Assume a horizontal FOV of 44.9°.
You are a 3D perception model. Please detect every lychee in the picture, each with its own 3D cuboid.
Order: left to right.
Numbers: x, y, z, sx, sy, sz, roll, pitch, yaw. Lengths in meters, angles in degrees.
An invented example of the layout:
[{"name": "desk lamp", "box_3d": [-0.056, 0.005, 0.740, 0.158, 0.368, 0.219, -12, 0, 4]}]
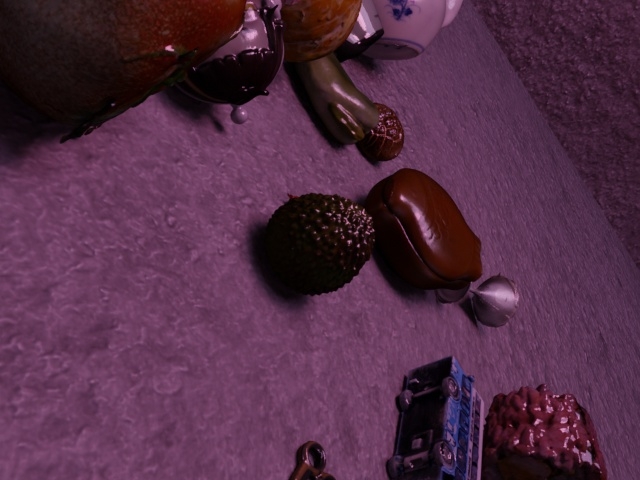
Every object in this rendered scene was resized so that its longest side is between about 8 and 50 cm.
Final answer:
[{"name": "lychee", "box_3d": [0.000, 0.000, 1.141, 0.171, 0.171, 0.171, 39, 36, -35]}]

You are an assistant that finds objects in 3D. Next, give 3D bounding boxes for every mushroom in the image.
[{"name": "mushroom", "box_3d": [0.124, -0.228, 1.625, 0.126, 0.085, 0.109, 48, 31, -12]}]

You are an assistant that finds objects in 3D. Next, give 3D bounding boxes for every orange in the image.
[{"name": "orange", "box_3d": [-0.061, -0.470, 1.334, 0.329, 0.249, 0.330, -24, 90, -86]}]

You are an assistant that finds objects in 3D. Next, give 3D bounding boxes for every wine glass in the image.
[{"name": "wine glass", "box_3d": [0.324, 0.110, 1.638, 0.182, 0.122, 0.122, 21, 48, -42]}]

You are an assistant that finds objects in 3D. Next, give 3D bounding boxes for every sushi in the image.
[{"name": "sushi", "box_3d": [0.376, 0.377, 1.354, 0.270, 0.236, 0.171, 59, 30, -36]}]

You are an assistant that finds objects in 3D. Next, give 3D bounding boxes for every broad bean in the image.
[{"name": "broad bean", "box_3d": [0.025, -0.289, 1.519, 0.169, 0.100, 0.228, 22, 34, -60]}]

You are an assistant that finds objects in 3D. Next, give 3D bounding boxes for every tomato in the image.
[{"name": "tomato", "box_3d": [-0.240, -0.270, 0.861, 0.239, 0.303, 0.303, 56, 29, -13]}]

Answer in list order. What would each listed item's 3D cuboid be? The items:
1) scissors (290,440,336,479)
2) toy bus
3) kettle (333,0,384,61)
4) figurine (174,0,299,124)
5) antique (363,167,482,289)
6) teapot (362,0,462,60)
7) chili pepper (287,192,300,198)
[{"name": "scissors", "box_3d": [-0.043, 0.316, 0.943, 0.220, 0.017, 0.088, -13, 80, -61]}, {"name": "toy bus", "box_3d": [0.186, 0.328, 1.218, 0.131, 0.106, 0.297, 52, 31, -22]}, {"name": "kettle", "box_3d": [0.016, -0.485, 1.600, 0.237, 0.161, 0.221, 60, 24, -8]}, {"name": "figurine", "box_3d": [-0.167, -0.361, 1.151, 0.167, 0.281, 0.370, 155, -84, -77]}, {"name": "antique", "box_3d": [0.192, -0.014, 1.487, 0.278, 0.129, 0.224, 35, 40, -32]}, {"name": "teapot", "box_3d": [0.164, -0.571, 1.793, 0.423, 0.252, 0.280, 4, 89, -18]}, {"name": "chili pepper", "box_3d": [-0.001, -0.042, 1.317, 0.178, 0.027, 0.045, 26, 40, -48]}]
